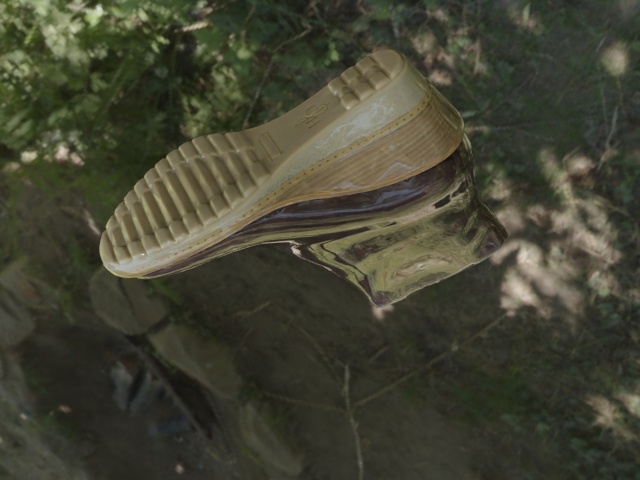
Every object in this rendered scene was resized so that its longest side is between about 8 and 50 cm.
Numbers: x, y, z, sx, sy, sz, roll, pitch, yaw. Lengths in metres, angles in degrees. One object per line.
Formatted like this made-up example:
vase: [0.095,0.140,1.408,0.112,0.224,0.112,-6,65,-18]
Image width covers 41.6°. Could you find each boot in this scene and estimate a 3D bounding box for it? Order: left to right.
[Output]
boot: [0.000,0.000,0.588,0.248,0.090,0.207,-29,136,8]
